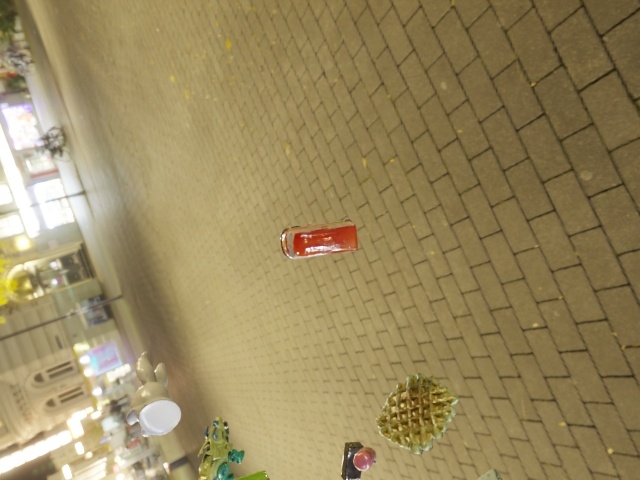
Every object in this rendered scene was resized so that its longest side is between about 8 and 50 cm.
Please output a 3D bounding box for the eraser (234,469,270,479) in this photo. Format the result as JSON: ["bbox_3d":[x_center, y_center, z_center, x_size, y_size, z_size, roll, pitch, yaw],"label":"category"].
[{"bbox_3d":[-0.286,0.868,1.711,0.210,0.274,0.092,-163,60,-73],"label":"eraser"}]

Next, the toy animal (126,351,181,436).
[{"bbox_3d":[-0.440,0.400,1.348,0.103,0.131,0.221,35,-177,-32],"label":"toy animal"}]

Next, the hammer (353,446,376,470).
[{"bbox_3d":[0.093,0.448,1.075,0.043,0.043,0.083,59,-175,20],"label":"hammer"}]

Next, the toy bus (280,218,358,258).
[{"bbox_3d":[0.000,0.000,1.186,0.077,0.174,0.079,-154,58,-74],"label":"toy bus"}]

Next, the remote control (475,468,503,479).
[{"bbox_3d":[0.279,0.500,0.997,0.029,0.162,0.061,45,-171,-19],"label":"remote control"}]

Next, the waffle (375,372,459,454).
[{"bbox_3d":[0.208,0.371,1.139,0.036,0.169,0.183,48,161,-29],"label":"waffle"}]

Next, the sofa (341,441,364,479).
[{"bbox_3d":[0.105,0.725,1.715,0.039,0.060,0.118,-164,80,-71],"label":"sofa"}]

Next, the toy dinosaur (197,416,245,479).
[{"bbox_3d":[-0.295,0.631,1.437,0.094,0.259,0.153,-4,141,27],"label":"toy dinosaur"}]
